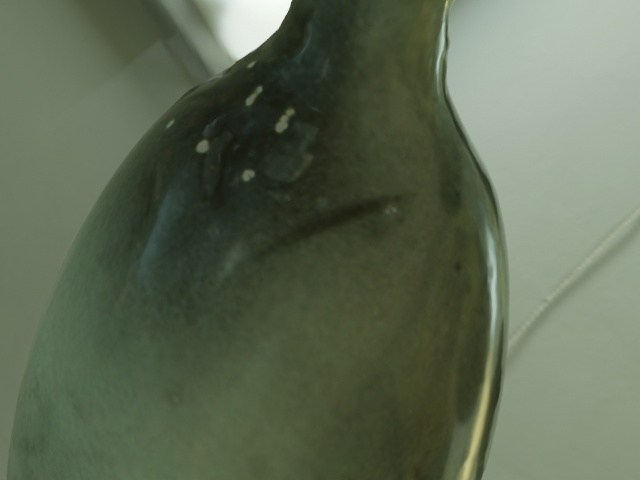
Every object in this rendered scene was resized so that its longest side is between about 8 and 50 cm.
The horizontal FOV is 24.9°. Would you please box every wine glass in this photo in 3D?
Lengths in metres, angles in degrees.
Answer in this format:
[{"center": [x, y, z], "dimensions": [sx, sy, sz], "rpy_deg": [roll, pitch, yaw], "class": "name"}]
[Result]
[{"center": [-0.004, -0.003, 0.534], "dimensions": [0.191, 0.190, 0.357], "rpy_deg": [3, -63, -24], "class": "wine glass"}]
